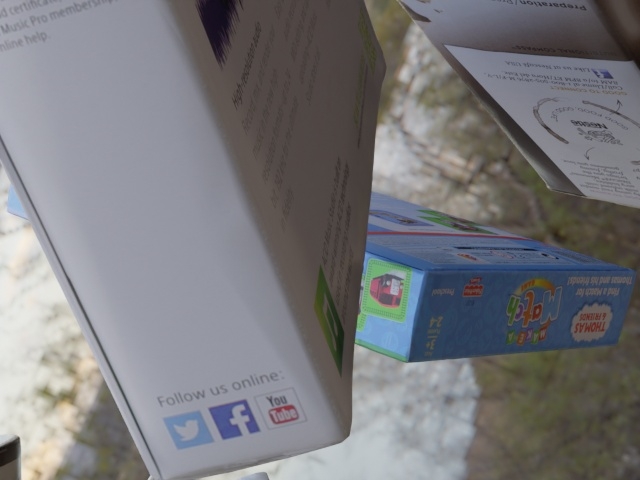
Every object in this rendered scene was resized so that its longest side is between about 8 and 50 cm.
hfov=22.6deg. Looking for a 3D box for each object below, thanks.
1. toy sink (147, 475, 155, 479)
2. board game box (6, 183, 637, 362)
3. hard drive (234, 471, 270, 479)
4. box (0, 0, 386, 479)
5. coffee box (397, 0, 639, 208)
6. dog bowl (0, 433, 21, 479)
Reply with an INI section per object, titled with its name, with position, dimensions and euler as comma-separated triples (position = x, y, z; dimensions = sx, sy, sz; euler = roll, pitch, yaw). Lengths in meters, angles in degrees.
[toy sink]
position = -0.077, 0.200, 0.670
dimensions = 0.131, 0.234, 0.153
euler = -56, 0, 28
[board game box]
position = 0.000, 0.000, 0.668
dimensions = 0.160, 0.211, 0.039
euler = 1, -75, -52
[hard drive]
position = -0.098, 0.406, 1.502
dimensions = 0.047, 0.233, 0.353
euler = 86, 162, -52
[box]
position = -0.060, -0.134, 0.412
dimensions = 0.232, 0.058, 0.322
euler = -81, -26, -61
[coffee box]
position = 0.129, -0.150, 0.741
dimensions = 0.297, 0.119, 0.168
euler = 42, -113, -49
[dog bowl]
position = -0.378, 0.253, 1.050
dimensions = 0.408, 0.408, 0.150
euler = 123, 132, -90
